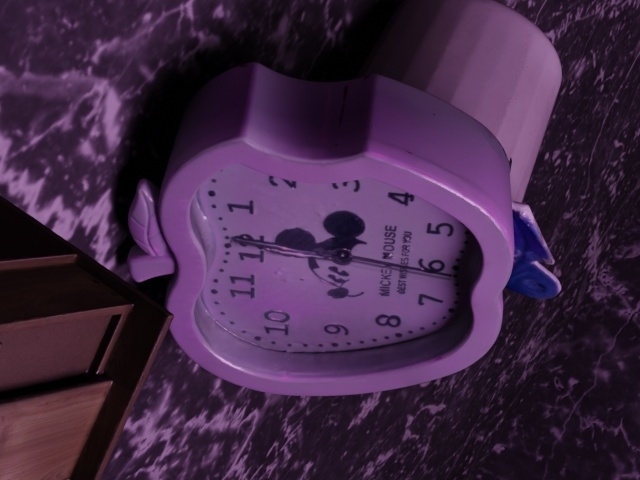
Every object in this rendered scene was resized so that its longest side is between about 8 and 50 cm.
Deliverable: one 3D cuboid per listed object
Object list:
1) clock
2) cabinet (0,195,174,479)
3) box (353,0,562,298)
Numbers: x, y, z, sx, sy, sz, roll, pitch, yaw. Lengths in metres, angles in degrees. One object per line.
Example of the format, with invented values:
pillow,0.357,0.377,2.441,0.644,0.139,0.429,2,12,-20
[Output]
clock,0.000,0.000,1.311,0.338,0.339,0.102,93,3,-48
cabinet,-0.243,0.063,0.948,0.175,0.215,0.148,-7,125,-62
box,0.139,-0.101,1.467,0.206,0.291,0.262,-66,-171,-22
